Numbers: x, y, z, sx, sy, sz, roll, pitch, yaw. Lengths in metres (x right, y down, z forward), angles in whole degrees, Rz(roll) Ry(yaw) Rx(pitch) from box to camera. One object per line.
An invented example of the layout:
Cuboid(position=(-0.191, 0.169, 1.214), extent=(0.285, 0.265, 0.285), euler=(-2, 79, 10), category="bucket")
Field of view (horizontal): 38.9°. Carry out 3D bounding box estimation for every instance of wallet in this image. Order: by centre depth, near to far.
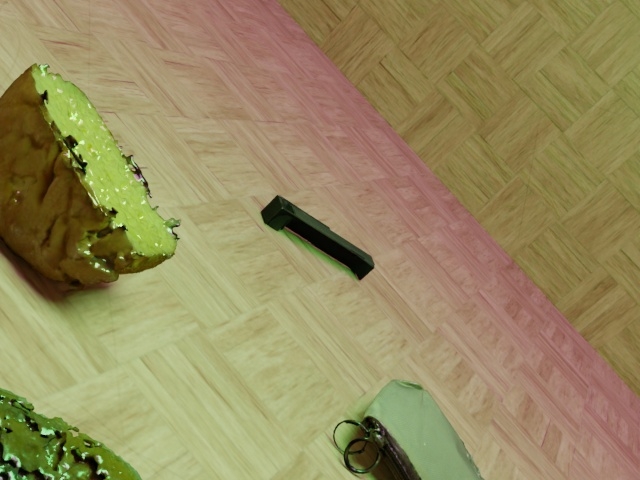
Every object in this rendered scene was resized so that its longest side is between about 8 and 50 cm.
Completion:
Cuboid(position=(0.167, 0.341, 1.307), extent=(0.335, 0.068, 0.275), euler=(52, 22, -1), category="wallet")

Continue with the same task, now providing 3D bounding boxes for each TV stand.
Cuboid(position=(0.000, 0.000, 1.674), extent=(0.256, 0.049, 0.040), euler=(33, 24, -37), category="TV stand")

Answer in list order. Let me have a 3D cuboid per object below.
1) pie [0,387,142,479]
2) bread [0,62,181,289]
Cuboid(position=(-0.245, 0.222, 0.627), extent=(0.296, 0.078, 0.371), euler=(46, 19, 4), category="pie")
Cuboid(position=(-0.288, -0.055, 1.020), extent=(0.260, 0.147, 0.160), euler=(55, 10, 7), category="bread")
